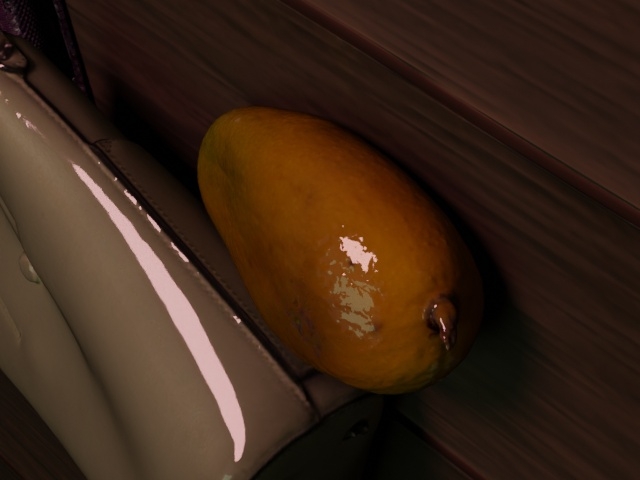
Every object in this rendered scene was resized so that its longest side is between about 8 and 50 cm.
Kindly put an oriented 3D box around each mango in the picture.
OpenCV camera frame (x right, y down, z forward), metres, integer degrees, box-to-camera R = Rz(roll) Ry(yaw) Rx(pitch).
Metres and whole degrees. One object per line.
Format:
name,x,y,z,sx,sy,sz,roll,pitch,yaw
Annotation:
mango,0.000,0.000,0.747,0.187,0.066,0.101,42,150,45

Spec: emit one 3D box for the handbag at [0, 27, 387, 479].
handbag,-0.114,0.032,0.894,0.315,0.109,0.241,42,148,20

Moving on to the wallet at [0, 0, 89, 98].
wallet,-0.168,-0.132,0.919,0.111,0.030,0.166,26,141,45
